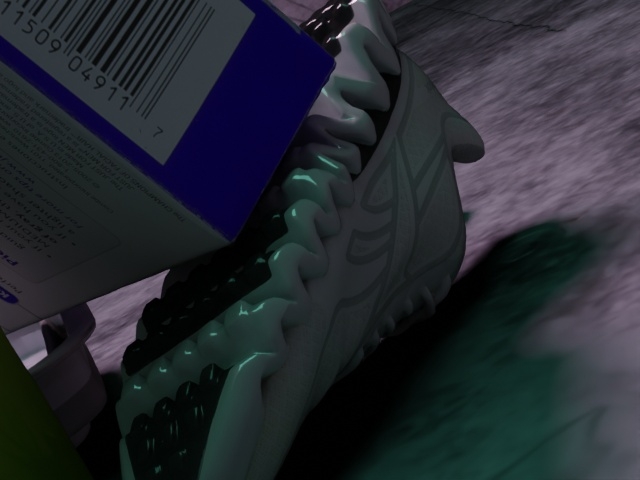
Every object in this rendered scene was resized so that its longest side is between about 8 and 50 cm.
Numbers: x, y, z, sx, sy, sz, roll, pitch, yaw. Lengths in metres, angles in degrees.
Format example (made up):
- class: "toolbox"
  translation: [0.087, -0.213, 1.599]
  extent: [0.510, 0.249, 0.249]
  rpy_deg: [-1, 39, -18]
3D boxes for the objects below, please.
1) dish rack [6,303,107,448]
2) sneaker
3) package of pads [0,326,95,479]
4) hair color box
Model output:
- class: "dish rack"
  translation: [-0.263, 0.141, 0.719]
  extent: [0.332, 0.072, 0.285]
  rpy_deg: [-31, 10, -10]
- class: "sneaker"
  translation: [0.006, 0.010, 0.561]
  extent: [0.110, 0.118, 0.292]
  rpy_deg: [-29, 28, 41]
- class: "package of pads"
  translation: [-0.205, 0.085, 0.414]
  extent: [0.101, 0.229, 0.296]
  rpy_deg: [-25, 11, 20]
- class: "hair color box"
  translation: [-0.168, -0.056, 0.608]
  extent: [0.339, 0.185, 0.110]
  rpy_deg: [-21, 35, 52]
